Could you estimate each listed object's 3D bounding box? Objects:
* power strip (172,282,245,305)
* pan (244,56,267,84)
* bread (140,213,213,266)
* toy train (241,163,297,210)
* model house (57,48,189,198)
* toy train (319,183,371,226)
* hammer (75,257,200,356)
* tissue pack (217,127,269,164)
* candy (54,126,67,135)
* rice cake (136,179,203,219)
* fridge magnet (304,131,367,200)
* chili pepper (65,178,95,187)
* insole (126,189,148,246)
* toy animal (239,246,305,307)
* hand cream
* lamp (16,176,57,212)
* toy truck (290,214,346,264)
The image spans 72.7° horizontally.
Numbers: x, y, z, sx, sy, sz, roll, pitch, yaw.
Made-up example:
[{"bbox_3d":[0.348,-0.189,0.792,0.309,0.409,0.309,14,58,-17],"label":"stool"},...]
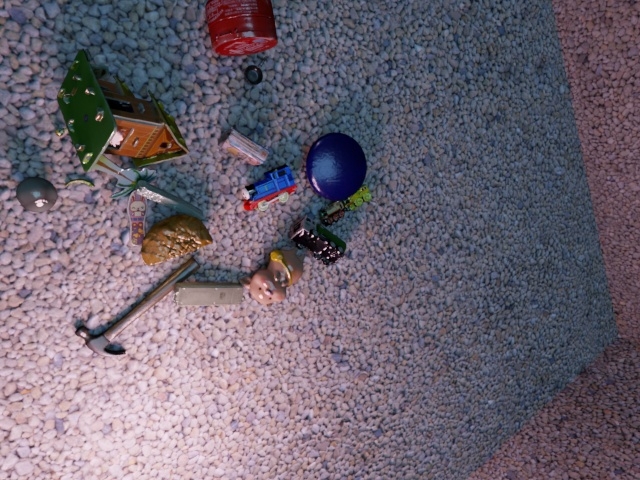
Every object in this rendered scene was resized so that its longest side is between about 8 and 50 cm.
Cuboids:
[{"bbox_3d":[-0.399,0.191,1.553,0.272,0.052,0.078,5,101,-37],"label":"power strip"},{"bbox_3d":[-0.229,-0.613,1.564,0.068,0.023,0.115,37,83,-25],"label":"pan"},{"bbox_3d":[-0.496,-0.009,1.461,0.229,0.143,0.139,-23,96,-26],"label":"bread"},{"bbox_3d":[-0.195,-0.190,1.610,0.204,0.083,0.130,-27,108,-23],"label":"toy train"},{"bbox_3d":[-0.615,-0.333,1.362,0.324,0.340,0.300,-4,60,-53],"label":"model house"},{"bbox_3d":[0.100,-0.143,1.783,0.250,0.053,0.085,-33,102,-19],"label":"toy train"},{"bbox_3d":[-0.596,0.216,1.486,0.440,0.044,0.168,-43,112,-15],"label":"hammer"},{"bbox_3d":[-0.272,-0.326,1.532,0.155,0.116,0.065,31,80,-26],"label":"tissue pack"},{"bbox_3d":[-0.772,-0.346,1.332,0.083,0.023,0.025,-39,146,-23],"label":"candy"},{"bbox_3d":[-0.500,-0.131,1.450,0.042,0.045,0.245,-40,138,21],"label":"rice cake"},{"bbox_3d":[0.062,-0.289,1.707,0.266,0.113,0.265,-4,100,-26],"label":"fridge magnet"},{"bbox_3d":[-0.755,-0.179,1.366,0.084,0.017,0.030,6,96,-28],"label":"chili pepper"},{"bbox_3d":[-0.608,-0.074,1.442,0.065,0.004,0.196,-2,108,-33],"label":"insole"},{"bbox_3d":[-0.161,0.130,1.640,0.248,0.149,0.165,-43,97,-8],"label":"toy animal"},{"bbox_3d":[-0.259,-0.709,1.426,0.231,0.230,0.149,-17,104,-24],"label":"hand cream"},{"bbox_3d":[-0.837,-0.135,1.283,0.105,0.105,0.105,-4,99,-26],"label":"lamp"},{"bbox_3d":[0.000,0.000,1.716,0.243,0.101,0.124,33,39,-27],"label":"toy truck"}]
